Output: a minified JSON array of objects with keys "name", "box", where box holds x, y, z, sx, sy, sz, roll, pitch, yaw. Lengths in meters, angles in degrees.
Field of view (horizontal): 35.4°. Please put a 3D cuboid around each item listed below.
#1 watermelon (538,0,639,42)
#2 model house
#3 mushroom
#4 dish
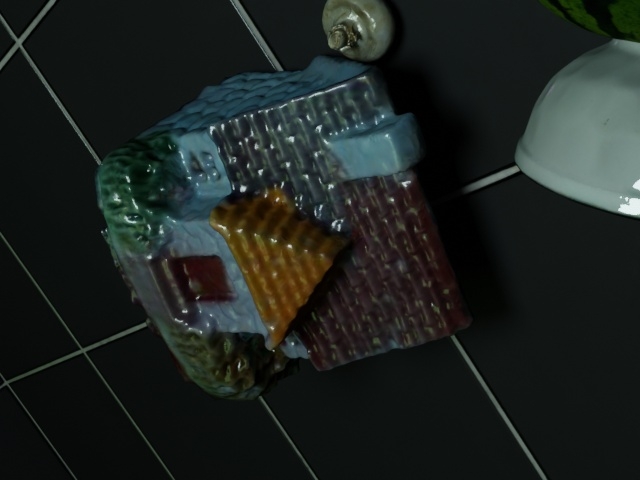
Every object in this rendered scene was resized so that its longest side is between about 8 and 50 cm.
[{"name":"watermelon","box":[0.241,-0.261,0.640,0.285,0.285,0.285,27,137,29]},{"name":"model house","box":[0.000,0.000,1.111,0.339,0.297,0.360,-3,118,44]},{"name":"mushroom","box":[0.033,-0.222,1.055,0.085,0.079,0.085,29,141,26]},{"name":"dish","box":[0.295,-0.099,0.758,0.303,0.303,0.120,18,115,36]}]
